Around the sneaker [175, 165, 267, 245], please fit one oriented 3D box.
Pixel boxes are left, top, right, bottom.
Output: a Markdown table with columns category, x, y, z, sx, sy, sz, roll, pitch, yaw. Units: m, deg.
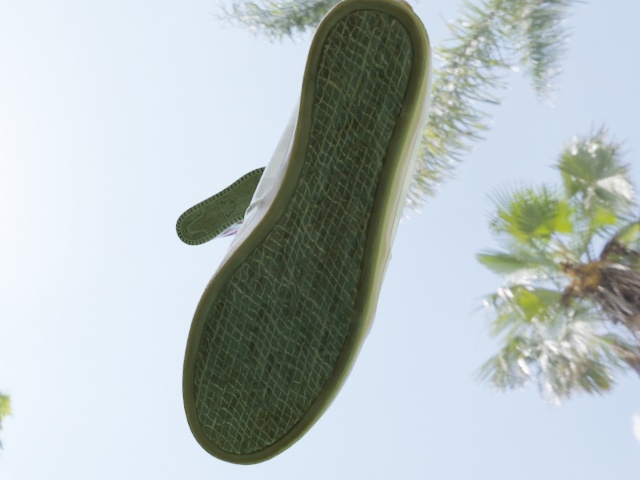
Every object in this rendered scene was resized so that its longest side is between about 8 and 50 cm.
| category | x | y | z | sx | sy | sz | roll | pitch | yaw |
| --- | --- | --- | --- | --- | --- | --- | --- | --- | --- |
| sneaker | -0.056 | -0.032 | 0.664 | 0.118 | 0.067 | 0.042 | -22 | -87 | 13 |

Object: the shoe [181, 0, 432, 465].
| category | x | y | z | sx | sy | sz | roll | pitch | yaw |
| --- | --- | --- | --- | --- | --- | --- | --- | --- | --- |
| shoe | 0.000 | 0.000 | 0.372 | 0.076 | 0.058 | 0.219 | 23 | -82 | 9 |
